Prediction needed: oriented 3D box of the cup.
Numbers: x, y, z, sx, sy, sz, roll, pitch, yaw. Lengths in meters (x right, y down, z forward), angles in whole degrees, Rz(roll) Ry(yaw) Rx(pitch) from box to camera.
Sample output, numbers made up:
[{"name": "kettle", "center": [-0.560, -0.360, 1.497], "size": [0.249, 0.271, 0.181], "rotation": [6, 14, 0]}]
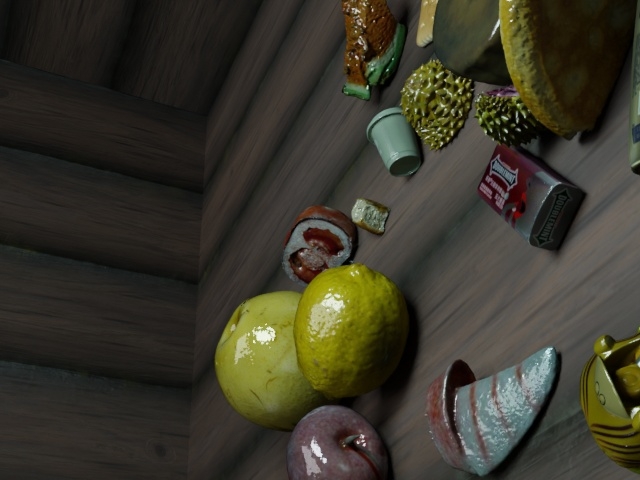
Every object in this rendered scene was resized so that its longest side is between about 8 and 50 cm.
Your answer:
[{"name": "cup", "center": [0.179, -0.223, 1.987], "size": [0.120, 0.120, 0.141], "rotation": [-54, 44, 45]}]

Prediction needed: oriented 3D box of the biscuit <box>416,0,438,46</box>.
[{"name": "biscuit", "center": [0.282, -0.596, 2.041], "size": [0.160, 0.030, 0.250], "rotation": [160, 121, -66]}]

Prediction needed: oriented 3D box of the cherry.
[{"name": "cherry", "center": [0.031, 0.465, 1.790], "size": [0.285, 0.212, 0.236], "rotation": [114, 167, -49]}]

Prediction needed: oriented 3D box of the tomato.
[{"name": "tomato", "center": [0.000, 0.000, 2.258], "size": [0.214, 0.180, 0.155], "rotation": [-54, 11, 30]}]

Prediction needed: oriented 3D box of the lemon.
[{"name": "lemon", "center": [0.063, 0.196, 1.827], "size": [0.253, 0.253, 0.311], "rotation": [-139, 58, -67]}]

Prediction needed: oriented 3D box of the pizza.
[{"name": "pizza", "center": [0.356, -0.313, 1.339], "size": [0.087, 0.268, 0.258], "rotation": [31, 103, 59]}]

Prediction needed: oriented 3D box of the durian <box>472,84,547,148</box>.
[{"name": "durian", "center": [0.362, -0.221, 1.471], "size": [0.108, 0.186, 0.119], "rotation": [1, 109, 56]}]

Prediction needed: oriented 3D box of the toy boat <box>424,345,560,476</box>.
[{"name": "toy boat", "center": [0.297, 0.272, 1.433], "size": [0.282, 0.096, 0.206], "rotation": [-37, 49, 41]}]

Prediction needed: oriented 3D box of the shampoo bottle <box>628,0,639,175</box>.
[{"name": "shampoo bottle", "center": [0.496, -0.264, 1.211], "size": [0.125, 0.084, 0.350], "rotation": [-24, 55, 62]}]

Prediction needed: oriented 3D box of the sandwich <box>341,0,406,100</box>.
[{"name": "sandwich", "center": [0.137, -0.538, 2.201], "size": [0.301, 0.162, 0.250], "rotation": [82, -164, -48]}]

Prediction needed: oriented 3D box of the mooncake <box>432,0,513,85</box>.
[{"name": "mooncake", "center": [0.340, -0.433, 1.608], "size": [0.290, 0.161, 0.291], "rotation": [-168, 90, -68]}]

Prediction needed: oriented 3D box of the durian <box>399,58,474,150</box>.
[{"name": "durian", "center": [0.257, -0.299, 1.853], "size": [0.182, 0.165, 0.132], "rotation": [-37, -3, 27]}]

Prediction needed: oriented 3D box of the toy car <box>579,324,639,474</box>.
[{"name": "toy car", "center": [0.413, 0.177, 1.068], "size": [0.200, 0.142, 0.248], "rotation": [-102, 34, -51]}]

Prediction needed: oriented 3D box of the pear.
[{"name": "pear", "center": [-0.088, 0.287, 2.069], "size": [0.348, 0.348, 0.349], "rotation": [-167, 90, -69]}]

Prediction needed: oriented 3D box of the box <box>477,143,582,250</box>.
[{"name": "box", "center": [0.356, -0.082, 1.488], "size": [0.224, 0.069, 0.120], "rotation": [-115, 43, -61]}]

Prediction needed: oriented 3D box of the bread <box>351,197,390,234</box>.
[{"name": "bread", "center": [0.118, -0.058, 2.082], "size": [0.083, 0.070, 0.077], "rotation": [-137, 64, -69]}]
